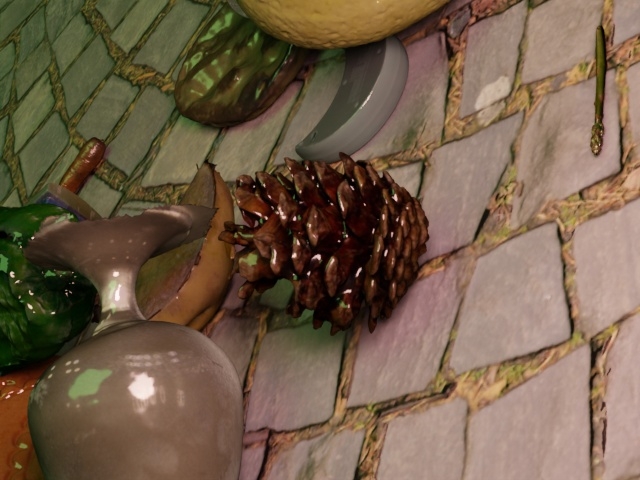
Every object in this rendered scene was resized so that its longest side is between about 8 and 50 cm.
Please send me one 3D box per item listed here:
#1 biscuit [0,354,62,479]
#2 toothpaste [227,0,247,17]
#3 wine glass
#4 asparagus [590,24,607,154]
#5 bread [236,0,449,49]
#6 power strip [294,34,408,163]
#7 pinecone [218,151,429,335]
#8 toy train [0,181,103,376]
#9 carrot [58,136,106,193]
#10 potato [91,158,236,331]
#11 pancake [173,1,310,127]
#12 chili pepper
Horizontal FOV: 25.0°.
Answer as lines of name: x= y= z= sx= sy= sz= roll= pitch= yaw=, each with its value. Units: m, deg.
biscuit: x=-0.339 y=0.241 z=1.710 sx=0.306 sy=0.043 sz=0.284 roll=15 pitch=38 yaw=27
toothpaste: x=-0.023 y=-0.395 z=1.922 sx=0.114 sy=0.073 sz=0.299 roll=-6 pitch=31 yaw=40
wine glass: x=-0.195 y=0.139 z=1.517 sx=0.238 sy=0.238 sz=0.323 roll=-24 pitch=70 yaw=40
asparagus: x=0.273 y=-0.148 z=1.411 sx=0.016 sy=0.013 sz=0.166 roll=4 pitch=55 yaw=6
bread: x=0.039 y=-0.361 z=1.682 sx=0.320 sy=0.237 sz=0.320 roll=-23 pitch=16 yaw=7
power strip: x=0.047 y=-0.194 z=1.726 sx=0.137 sy=0.044 sz=0.216 roll=-11 pitch=53 yaw=48
pinecone: x=0.004 y=-0.003 z=1.452 sx=0.179 sy=0.204 sz=0.184 roll=-76 pitch=6 yaw=-46
toy train: x=-0.437 y=0.069 z=2.044 sx=0.299 sy=0.131 sz=0.202 roll=-37 pitch=34 yaw=25
carrot: x=-0.382 y=-0.090 z=2.212 sx=0.165 sy=0.035 sz=0.036 roll=-54 pitch=31 yaw=7
potato: x=-0.152 y=0.038 z=1.724 sx=0.243 sy=0.098 sz=0.138 roll=-54 pitch=34 yaw=0
pancake: x=-0.089 y=-0.271 z=1.976 sx=0.294 sy=0.049 sz=0.294 roll=-36 pitch=36 yaw=31
chili pepper: x=-0.416 y=0.055 z=1.807 sx=0.385 sy=0.213 sz=0.167 roll=-10 pitch=14 yaw=43
